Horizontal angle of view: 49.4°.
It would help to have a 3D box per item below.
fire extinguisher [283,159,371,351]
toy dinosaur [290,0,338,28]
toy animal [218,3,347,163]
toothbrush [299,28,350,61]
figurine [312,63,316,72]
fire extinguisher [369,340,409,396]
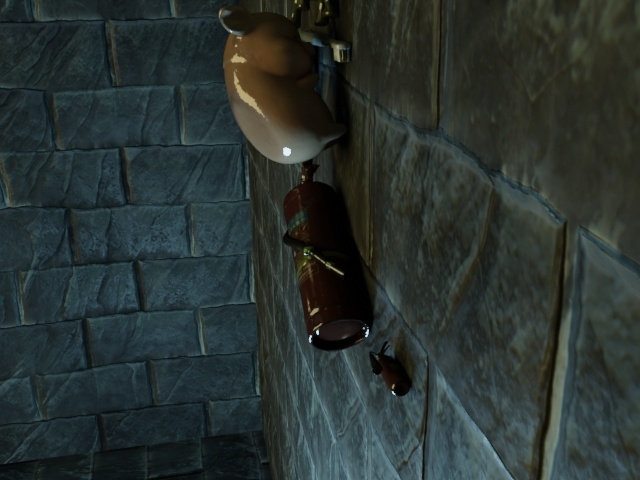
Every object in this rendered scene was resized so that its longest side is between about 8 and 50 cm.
[{"bbox_3d":[0.000,0.000,1.119,0.141,0.105,0.341,119,147,-46],"label":"fire extinguisher"},{"bbox_3d":[-0.013,-0.434,1.073,0.248,0.075,0.188,-148,57,-85],"label":"toy dinosaur"},{"bbox_3d":[-0.070,-0.240,1.099,0.166,0.154,0.250,145,104,-74],"label":"toy animal"},{"bbox_3d":[0.002,-0.331,1.162,0.342,0.025,0.030,-120,25,-66],"label":"toothbrush"},{"bbox_3d":[-0.082,-0.297,1.313,0.271,0.143,0.143,137,128,-77],"label":"figurine"},{"bbox_3d":[0.080,0.163,0.898,0.100,0.046,0.032,-124,44,-67],"label":"fire extinguisher"}]
